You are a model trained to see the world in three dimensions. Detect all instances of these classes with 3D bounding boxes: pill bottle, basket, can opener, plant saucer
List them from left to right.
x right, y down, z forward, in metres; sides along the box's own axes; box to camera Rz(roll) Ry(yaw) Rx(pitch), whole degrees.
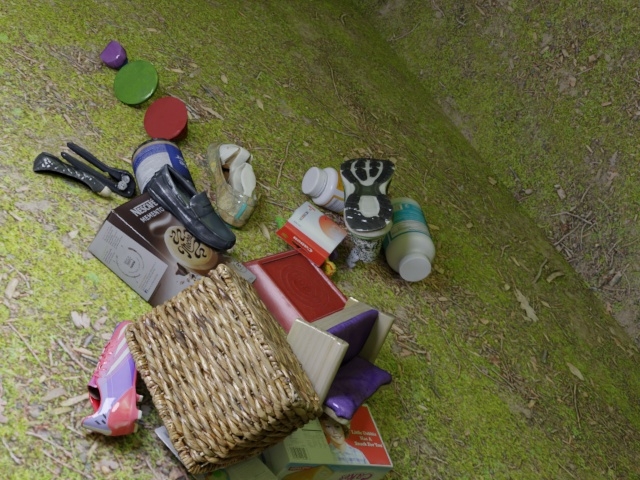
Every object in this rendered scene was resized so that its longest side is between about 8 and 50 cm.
[{"bbox_3d":[-0.492,-0.154,1.723,0.186,0.059,0.073,29,-14,-33],"label":"can opener"},{"bbox_3d":[-0.352,-0.126,1.765,0.123,0.122,0.219,15,33,-38],"label":"pill bottle"},{"bbox_3d":[-0.165,0.231,1.362,0.299,0.223,0.213,57,3,22],"label":"basket"},{"bbox_3d":[-0.045,0.121,1.871,0.258,0.047,0.259,49,29,16],"label":"plant saucer"},{"bbox_3d":[0.055,-0.141,2.282,0.215,0.117,0.117,21,34,-31],"label":"pill bottle"},{"bbox_3d":[0.255,0.001,2.288,0.146,0.146,0.264,25,33,-25],"label":"pill bottle"}]

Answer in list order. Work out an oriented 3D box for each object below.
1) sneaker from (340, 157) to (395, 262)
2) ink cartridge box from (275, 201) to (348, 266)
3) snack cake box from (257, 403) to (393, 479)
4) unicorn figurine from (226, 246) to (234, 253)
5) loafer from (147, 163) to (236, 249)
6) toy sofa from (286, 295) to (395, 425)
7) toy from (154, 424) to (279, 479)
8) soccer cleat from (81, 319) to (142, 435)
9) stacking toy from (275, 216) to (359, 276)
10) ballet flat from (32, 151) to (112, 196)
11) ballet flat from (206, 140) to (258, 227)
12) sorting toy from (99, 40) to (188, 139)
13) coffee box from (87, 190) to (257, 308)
[{"bbox_3d":[0.123,-0.090,2.156,0.158,0.182,0.410,5,37,3],"label":"sneaker"},{"bbox_3d":[-0.021,-0.020,2.006,0.145,0.045,0.179,38,27,3],"label":"ink cartridge box"},{"bbox_3d":[-0.002,0.391,1.497,0.264,0.089,0.152,16,35,-37],"label":"snack cake box"},{"bbox_3d":[-0.263,-0.021,1.799,0.111,0.060,0.161,7,45,-39],"label":"unicorn figurine"},{"bbox_3d":[-0.260,-0.068,1.605,0.223,0.078,0.076,41,25,3],"label":"loafer"},{"bbox_3d":[0.057,0.236,1.602,0.177,0.150,0.362,27,12,17],"label":"toy sofa"},{"bbox_3d":[-0.170,0.397,1.326,0.237,0.056,0.137,45,32,20],"label":"toy"},{"bbox_3d":[-0.356,0.227,1.330,0.095,0.083,0.248,10,38,-21],"label":"soccer cleat"},{"bbox_3d":[0.000,0.000,2.088,0.221,0.052,0.167,48,30,17],"label":"stacking toy"},{"bbox_3d":[-0.534,-0.134,1.670,0.173,0.057,0.049,26,71,-21],"label":"ballet flat"},{"bbox_3d":[-0.220,-0.176,2.012,0.123,0.123,0.348,22,33,-29],"label":"ballet flat"},{"bbox_3d":[-0.458,-0.385,2.078,0.365,0.127,0.126,49,1,22],"label":"sorting toy"},{"bbox_3d":[-0.302,0.047,1.595,0.297,0.119,0.168,40,28,1],"label":"coffee box"}]
